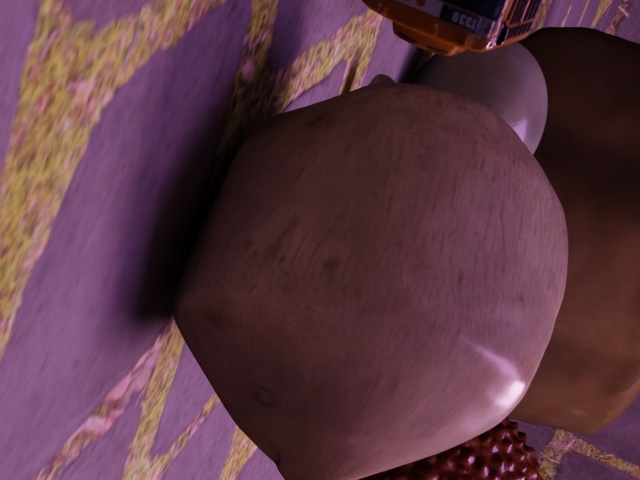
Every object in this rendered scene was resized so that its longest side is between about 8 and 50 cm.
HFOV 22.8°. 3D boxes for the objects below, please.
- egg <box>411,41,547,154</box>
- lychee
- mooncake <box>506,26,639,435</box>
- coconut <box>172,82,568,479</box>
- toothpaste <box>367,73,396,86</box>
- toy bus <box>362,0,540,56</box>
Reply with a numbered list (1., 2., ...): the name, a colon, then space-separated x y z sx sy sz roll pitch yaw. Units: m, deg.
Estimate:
1. egg: 0.121 -0.097 1.281 0.152 0.114 0.114 -58 168 -19
2. lychee: 0.150 0.333 1.951 0.276 0.276 0.304 -50 151 -58
3. mooncake: 0.278 -0.020 1.802 0.467 0.262 0.467 19 90 -85
4. coconut: 0.024 0.030 0.844 0.224 0.224 0.224 23 90 -80
5. toothpaste: 0.000 0.000 1.110 0.067 0.037 0.255 -64 177 -66
6. toy bus: 0.094 -0.179 1.015 0.201 0.098 0.114 -36 147 -73
